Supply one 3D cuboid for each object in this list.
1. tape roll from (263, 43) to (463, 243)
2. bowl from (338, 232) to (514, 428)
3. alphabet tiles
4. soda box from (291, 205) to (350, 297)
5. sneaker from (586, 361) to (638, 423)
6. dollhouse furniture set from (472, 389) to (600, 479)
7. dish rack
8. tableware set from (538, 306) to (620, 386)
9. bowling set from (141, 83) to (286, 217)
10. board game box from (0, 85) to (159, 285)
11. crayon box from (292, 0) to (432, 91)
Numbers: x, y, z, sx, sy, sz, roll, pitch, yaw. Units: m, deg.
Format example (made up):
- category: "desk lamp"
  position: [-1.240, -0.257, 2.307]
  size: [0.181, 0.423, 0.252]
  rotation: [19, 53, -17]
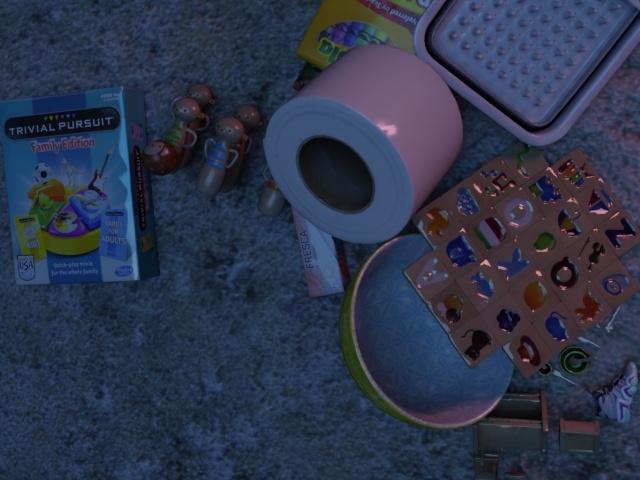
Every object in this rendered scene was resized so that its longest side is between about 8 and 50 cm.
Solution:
- category: "tape roll"
  position: [0.063, -0.139, 1.055]
  size: [0.246, 0.169, 0.246]
  rotation: [23, 139, 21]
- category: "bowl"
  position: [0.139, 0.148, 1.108]
  size: [0.289, 0.289, 0.156]
  rotation: [59, 149, 4]
- category: "alphabet tiles"
  position: [0.303, 0.020, 1.066]
  size: [0.343, 0.011, 0.285]
  rotation: [-34, 86, -12]
- category: "soda box"
  position: [0.000, 0.000, 1.200]
  size: [0.063, 0.058, 0.183]
  rotation: [-11, 92, 16]
- category: "sneaker"
  position: [0.445, 0.229, 1.108]
  size: [0.069, 0.038, 0.098]
  rotation: [9, 97, 14]
- category: "dollhouse furniture set"
  position: [0.335, 0.323, 1.138]
  size: [0.182, 0.101, 0.160]
  rotation: [0, 119, 15]
- category: "dish rack"
  position: [0.316, -0.335, 1.038]
  size: [0.286, 0.072, 0.332]
  rotation: [33, 102, -16]
- category: "tableware set"
  position: [0.389, 0.147, 1.124]
  size: [0.104, 0.024, 0.154]
  rotation: [28, 102, 12]
- category: "bowling set"
  position: [-0.174, -0.158, 1.142]
  size: [0.287, 0.200, 0.154]
  rotation: [26, 98, 22]
- category: "board game box"
  position: [-0.435, -0.092, 1.299]
  size: [0.254, 0.079, 0.335]
  rotation: [-3, 94, 15]
- category: "crayon box"
  position: [0.102, -0.336, 1.133]
  size: [0.202, 0.081, 0.318]
  rotation: [31, 102, 10]
